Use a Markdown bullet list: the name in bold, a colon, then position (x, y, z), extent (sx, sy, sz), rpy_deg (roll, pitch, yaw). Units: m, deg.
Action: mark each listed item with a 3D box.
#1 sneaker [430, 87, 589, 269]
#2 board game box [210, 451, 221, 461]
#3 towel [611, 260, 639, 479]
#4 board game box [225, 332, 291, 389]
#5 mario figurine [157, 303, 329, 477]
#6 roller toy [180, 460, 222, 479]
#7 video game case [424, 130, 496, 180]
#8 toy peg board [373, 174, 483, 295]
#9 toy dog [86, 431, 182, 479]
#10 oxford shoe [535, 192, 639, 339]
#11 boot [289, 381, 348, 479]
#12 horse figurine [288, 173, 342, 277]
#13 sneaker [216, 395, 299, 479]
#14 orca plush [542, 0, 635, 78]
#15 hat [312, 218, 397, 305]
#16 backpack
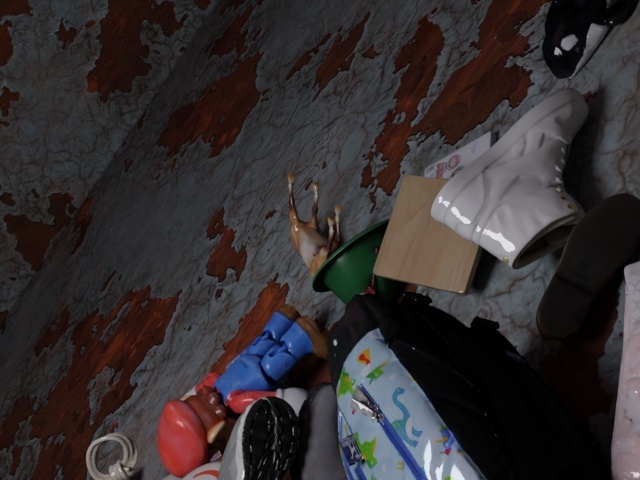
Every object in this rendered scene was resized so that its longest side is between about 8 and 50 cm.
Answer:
- **sneaker**: position (0.308, -0.076, 1.343), extent (0.292, 0.108, 0.169), rpy_deg (-41, 62, -20)
- **board game box**: position (-0.218, 0.344, 1.793), extent (0.168, 0.033, 0.133), rpy_deg (-34, 36, 36)
- **towel**: position (0.436, 0.081, 0.971), extent (0.332, 0.053, 0.317), rpy_deg (-32, 28, 39)
- **board game box**: position (-0.107, 0.257, 1.705), extent (0.136, 0.035, 0.201), rpy_deg (-42, 32, 26)
- **mario figurine**: position (-0.118, 0.261, 1.591), extent (0.320, 0.170, 0.198), rpy_deg (-42, -4, -13)
- **roller toy**: position (-0.143, 0.438, 1.462), extent (0.209, 0.146, 0.191), rpy_deg (9, 59, 54)
- **video game case**: position (0.215, -0.081, 1.561), extent (0.143, 0.019, 0.157), rpy_deg (-29, 38, 40)
- **toy peg board**: position (0.184, -0.001, 1.468), extent (0.160, 0.079, 0.161), rpy_deg (11, 78, 39)
- **toy dog**: position (-0.362, 0.506, 1.649), extent (0.334, 0.220, 0.161), rpy_deg (-51, 17, 4)
- **oxford shoe**: position (0.327, 0.032, 1.229), extent (0.212, 0.076, 0.076), rpy_deg (-52, -13, -11)
- **boot**: position (0.064, 0.340, 1.299), extent (0.222, 0.118, 0.338), rpy_deg (-20, 56, 44)
- **horse figurine**: position (0.000, 0.000, 1.719), extent (0.263, 0.066, 0.174), rpy_deg (46, 142, 50)
- **sneaker**: position (-0.099, 0.348, 1.342), extent (0.108, 0.100, 0.272), rpy_deg (-33, 38, 66)
- **orca plush**: position (0.401, -0.390, 1.493), extent (0.287, 0.102, 0.151), rpy_deg (-55, 29, 4)
- **hat**: position (0.099, 0.099, 1.535), extent (0.208, 0.173, 0.183), rpy_deg (-41, 68, 14)
- **backpack**: position (0.170, 0.246, 1.070), extent (0.355, 0.290, 0.273), rpy_deg (35, 100, 55)
